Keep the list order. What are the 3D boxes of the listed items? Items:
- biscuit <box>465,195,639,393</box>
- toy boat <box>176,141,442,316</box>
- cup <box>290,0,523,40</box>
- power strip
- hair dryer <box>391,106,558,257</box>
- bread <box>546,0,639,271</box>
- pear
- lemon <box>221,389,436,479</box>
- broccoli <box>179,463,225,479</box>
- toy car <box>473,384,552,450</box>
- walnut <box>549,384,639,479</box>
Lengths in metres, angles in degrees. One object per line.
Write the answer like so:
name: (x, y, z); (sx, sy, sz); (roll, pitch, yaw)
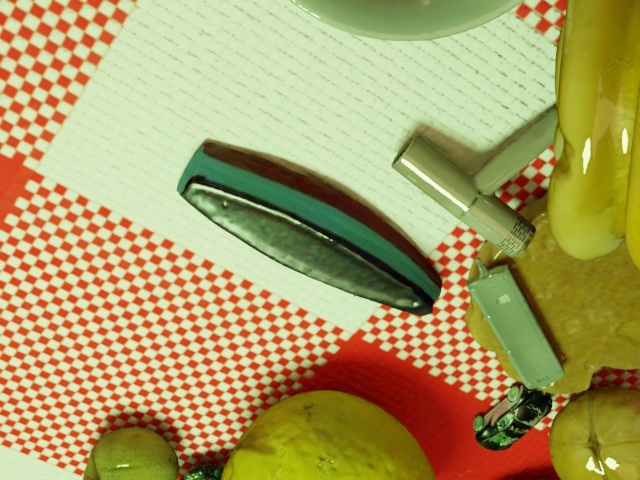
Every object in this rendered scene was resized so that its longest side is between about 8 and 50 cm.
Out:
biscuit: (0.363, 0.080, 1.242); (0.312, 0.057, 0.351); (-33, 119, 21)
toy boat: (0.000, 0.000, 1.167); (0.392, 0.079, 0.136); (27, 122, -17)
cup: (0.082, -0.379, 0.834); (0.348, 0.163, 0.347); (-1, 126, -1)
power strip: (0.261, 0.111, 1.212); (0.060, 0.027, 0.252); (-24, 121, 16)
hair dryer: (0.227, -0.119, 1.091); (0.195, 0.053, 0.220); (35, 104, -7)
bread: (0.386, -0.160, 0.965); (0.329, 0.245, 0.423); (-25, 123, -33)
pear: (-0.289, 0.367, 1.369); (0.137, 0.167, 0.167); (13, 125, -26)
lemon: (0.018, 0.380, 1.302); (0.336, 0.336, 0.336); (-1, 126, -1)
broccoli: (-0.168, 0.435, 1.420); (0.155, 0.160, 0.167); (21, 143, -37)
toy car: (0.299, 0.277, 1.386); (0.069, 0.055, 0.142); (26, 122, -23)
walnut: (0.444, 0.303, 1.325); (0.226, 0.193, 0.193); (10, 131, -45)
